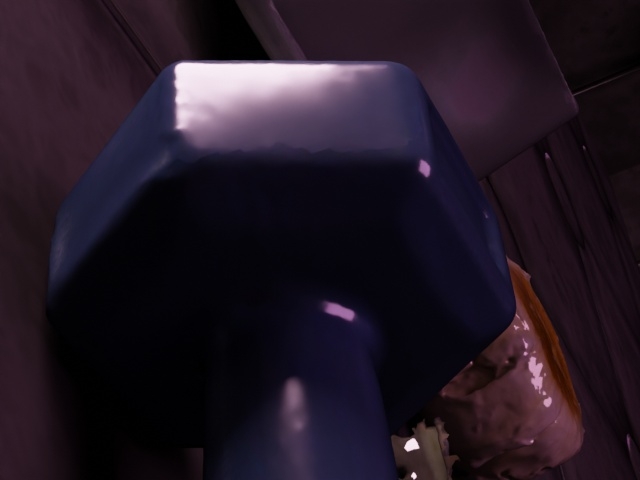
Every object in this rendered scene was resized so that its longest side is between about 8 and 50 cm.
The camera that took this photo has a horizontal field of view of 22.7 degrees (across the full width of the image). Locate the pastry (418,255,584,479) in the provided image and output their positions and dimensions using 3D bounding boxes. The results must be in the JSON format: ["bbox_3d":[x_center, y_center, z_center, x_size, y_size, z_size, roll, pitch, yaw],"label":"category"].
[{"bbox_3d":[0.099,0.073,0.975,0.166,0.088,0.166,-23,90,-79],"label":"pastry"}]

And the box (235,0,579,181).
[{"bbox_3d":[0.035,-0.130,0.886,0.243,0.135,0.163,56,6,-39],"label":"box"}]

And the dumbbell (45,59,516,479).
[{"bbox_3d":[-0.003,0.091,0.458,0.325,0.160,0.144,-98,-169,-45],"label":"dumbbell"}]

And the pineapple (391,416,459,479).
[{"bbox_3d":[0.084,0.193,0.599,0.175,0.175,0.361,64,-5,-16],"label":"pineapple"}]
